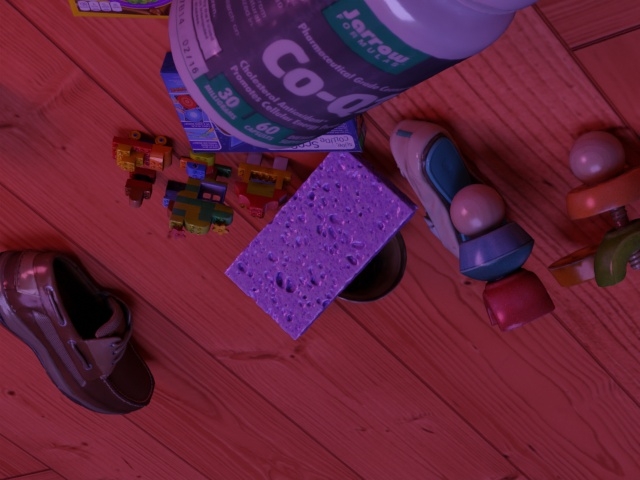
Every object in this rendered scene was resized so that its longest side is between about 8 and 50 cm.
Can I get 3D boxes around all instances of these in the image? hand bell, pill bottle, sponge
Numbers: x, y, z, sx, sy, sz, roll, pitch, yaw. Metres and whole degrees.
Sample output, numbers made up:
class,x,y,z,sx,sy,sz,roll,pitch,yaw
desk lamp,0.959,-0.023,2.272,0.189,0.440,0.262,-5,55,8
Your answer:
class,x,y,z,sx,sy,sz,roll,pitch,yaw
hand bell,0.008,0.052,1.938,0.126,0.126,0.242,20,156,-11
pill bottle,0.045,-0.228,1.358,0.204,0.204,0.361,33,145,-27
sponge,0.000,0.000,1.779,0.117,0.031,0.210,44,107,7

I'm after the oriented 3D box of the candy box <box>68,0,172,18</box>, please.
class,x,y,z,sx,sy,sz,roll,pitch,yaw
candy box,-0.166,-0.270,1.586,0.206,0.027,0.105,3,140,13

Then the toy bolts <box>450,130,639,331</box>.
class,x,y,z,sx,sy,sz,roll,pitch,yaw
toy bolts,0.251,-0.016,1.727,0.228,0.158,0.218,-24,-177,-7

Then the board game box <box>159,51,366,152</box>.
class,x,y,z,sx,sy,sz,roll,pitch,yaw
board game box,-0.061,-0.151,1.712,0.201,0.035,0.136,1,143,15

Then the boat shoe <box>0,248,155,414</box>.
class,x,y,z,sx,sy,sz,roll,pitch,yaw
boat shoe,-0.314,0.126,2.099,0.120,0.123,0.324,-13,138,27

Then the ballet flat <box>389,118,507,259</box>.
class,x,y,z,sx,sy,sz,roll,pitch,yaw
ballet flat,0.144,-0.049,1.770,0.086,0.086,0.248,-7,139,25

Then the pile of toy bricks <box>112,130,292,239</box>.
class,x,y,z,sx,sy,sz,roll,pitch,yaw
pile of toy bricks,-0.146,-0.047,1.820,0.212,0.105,0.118,11,145,2
